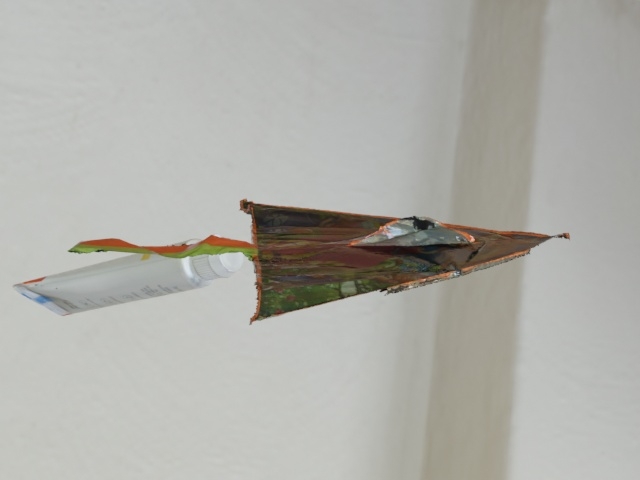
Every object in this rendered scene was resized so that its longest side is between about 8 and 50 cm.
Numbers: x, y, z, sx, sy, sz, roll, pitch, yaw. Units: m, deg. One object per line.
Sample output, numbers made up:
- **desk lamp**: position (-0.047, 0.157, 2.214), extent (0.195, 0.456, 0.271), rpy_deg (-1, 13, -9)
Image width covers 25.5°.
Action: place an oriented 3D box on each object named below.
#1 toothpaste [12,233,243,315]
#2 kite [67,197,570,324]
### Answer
- **toothpaste**: position (-0.124, 0.025, 0.916), extent (0.190, 0.031, 0.048), rpy_deg (-13, 145, 40)
- **kite**: position (0.000, 0.000, 0.445), extent (0.159, 0.010, 0.190), rpy_deg (-4, -170, -5)
